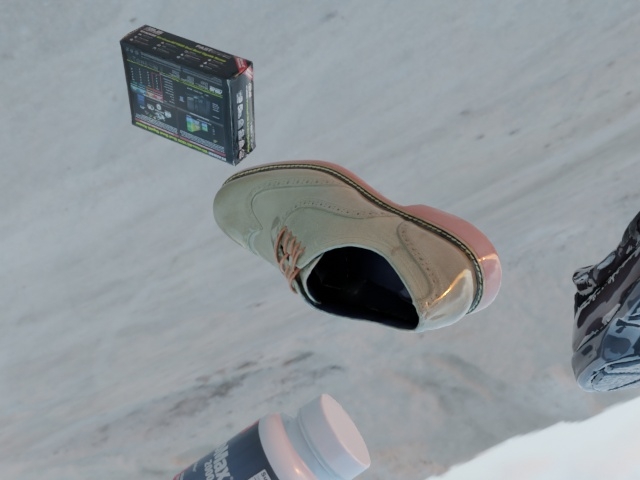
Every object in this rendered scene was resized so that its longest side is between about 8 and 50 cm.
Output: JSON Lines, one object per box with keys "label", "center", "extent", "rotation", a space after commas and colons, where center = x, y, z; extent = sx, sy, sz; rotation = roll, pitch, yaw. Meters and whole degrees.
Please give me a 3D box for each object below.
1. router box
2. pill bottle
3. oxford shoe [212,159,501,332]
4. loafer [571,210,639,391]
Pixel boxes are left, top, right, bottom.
{"label": "router box", "center": [-0.117, -0.130, 0.780], "extent": [0.038, 0.123, 0.092], "rotation": [-47, 152, -40]}
{"label": "pill bottle", "center": [-0.048, 0.228, 0.830], "extent": [0.180, 0.108, 0.108], "rotation": [-35, 172, 8]}
{"label": "oxford shoe", "center": [0.000, 0.000, 0.991], "extent": [0.397, 0.140, 0.147], "rotation": [16, -152, 38]}
{"label": "loafer", "center": [0.207, 0.002, 0.493], "extent": [0.109, 0.095, 0.302], "rotation": [-5, 154, -8]}
